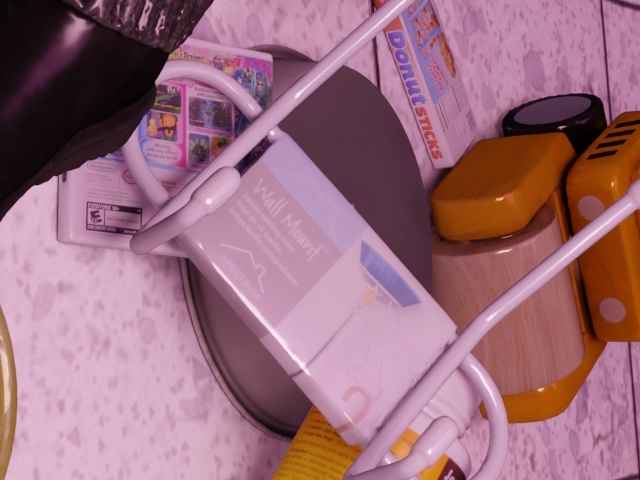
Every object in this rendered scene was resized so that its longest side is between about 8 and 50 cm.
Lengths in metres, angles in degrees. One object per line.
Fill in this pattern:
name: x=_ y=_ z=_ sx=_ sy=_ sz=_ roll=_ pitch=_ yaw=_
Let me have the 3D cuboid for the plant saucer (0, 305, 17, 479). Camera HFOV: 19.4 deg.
plant saucer: x=-0.232 y=0.079 z=0.979 sx=0.241 sy=0.037 sz=0.241 roll=14 pitch=74 yaw=-58

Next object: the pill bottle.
pill bottle: x=0.024 y=0.177 z=1.258 sx=0.215 sy=0.117 sz=0.117 roll=-60 pitch=137 yaw=-18

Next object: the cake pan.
cake pan: x=0.000 y=0.000 z=1.366 sx=0.293 sy=0.054 sz=0.293 roll=14 pitch=73 yaw=-57

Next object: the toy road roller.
toy road roller: x=0.252 y=0.000 z=1.600 sx=0.329 sy=0.240 sz=0.202 roll=-43 pitch=123 yaw=-53

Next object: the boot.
boot: x=-0.134 y=-0.139 z=0.953 sx=0.131 sy=0.260 sz=0.348 roll=42 pitch=30 yaw=1

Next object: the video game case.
video game case: x=-0.096 y=-0.062 z=1.200 sx=0.157 sy=0.019 sz=0.143 roll=7 pitch=78 yaw=-38

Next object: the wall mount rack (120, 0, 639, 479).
wall mount rack: x=0.054 y=-0.017 z=1.184 sx=0.350 sy=0.130 sz=0.304 roll=49 pitch=54 yaw=-8

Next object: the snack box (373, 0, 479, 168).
snack box: x=0.088 y=-0.152 z=1.570 sx=0.064 sy=0.022 sz=0.178 roll=-52 pitch=128 yaw=-47
